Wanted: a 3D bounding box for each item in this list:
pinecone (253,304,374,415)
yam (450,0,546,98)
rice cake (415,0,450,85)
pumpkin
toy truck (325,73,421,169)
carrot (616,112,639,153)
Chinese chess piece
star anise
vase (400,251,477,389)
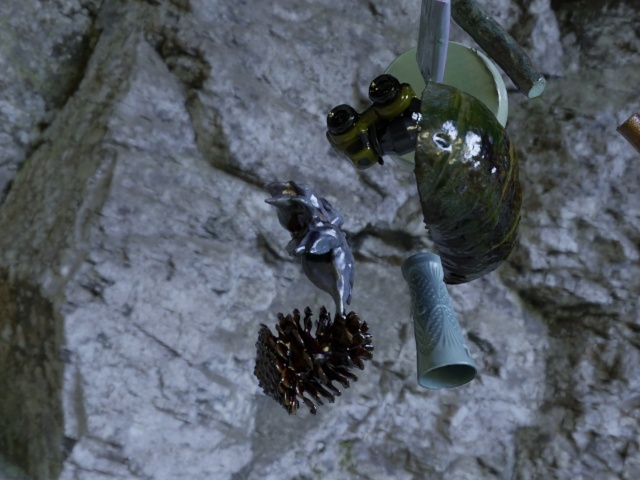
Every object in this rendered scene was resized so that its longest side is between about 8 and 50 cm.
[{"bbox_3d":[-0.011,0.253,1.516,0.246,0.292,0.246,53,-23,34],"label":"pinecone"},{"bbox_3d":[0.341,-0.380,1.303,0.274,0.061,0.061,60,9,30],"label":"yam"},{"bbox_3d":[0.221,-0.412,1.333,0.037,0.189,0.198,-2,-52,-1],"label":"rice cake"},{"bbox_3d":[0.185,-0.063,0.854,0.111,0.279,0.163,4,9,29],"label":"pumpkin"},{"bbox_3d":[0.132,-0.234,1.458,0.224,0.165,0.147,-30,-36,14],"label":"toy truck"},{"bbox_3d":[0.597,-0.166,1.212,0.139,0.048,0.048,52,-8,13],"label":"carrot"},{"bbox_3d":[0.307,-0.337,1.748,0.349,0.350,0.146,15,0,18],"label":"Chinese chess piece"},{"bbox_3d":[0.000,0.000,0.774,0.061,0.181,0.204,-27,-9,10],"label":"star anise"},{"bbox_3d":[0.188,0.127,1.122,0.096,0.220,0.096,-5,-35,-3],"label":"vase"}]
